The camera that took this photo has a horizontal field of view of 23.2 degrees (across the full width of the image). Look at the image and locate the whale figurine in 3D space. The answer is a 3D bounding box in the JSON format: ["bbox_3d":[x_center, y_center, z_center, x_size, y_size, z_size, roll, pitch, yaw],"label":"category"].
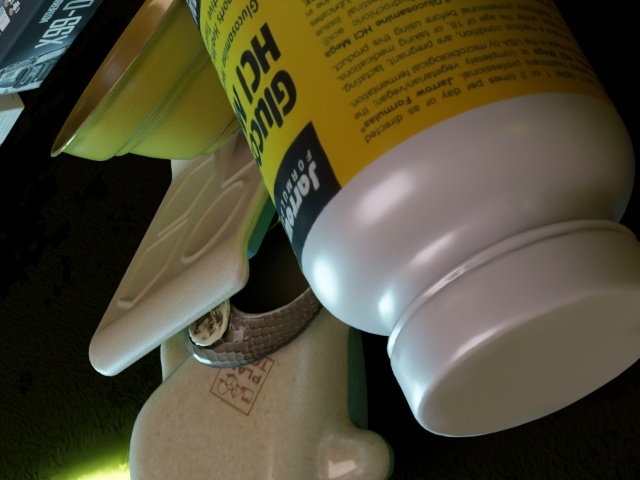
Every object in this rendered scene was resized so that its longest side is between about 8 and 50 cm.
[{"bbox_3d":[-0.020,0.115,1.111,0.216,0.141,0.272,25,96,36],"label":"whale figurine"}]

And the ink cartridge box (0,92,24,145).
[{"bbox_3d":[-0.344,-0.092,1.319,0.063,0.150,0.109,57,134,15],"label":"ink cartridge box"}]

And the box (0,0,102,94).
[{"bbox_3d":[-0.234,-0.292,1.197,0.307,0.076,0.242,-40,74,44],"label":"box"}]

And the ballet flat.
[{"bbox_3d":[0.000,0.000,1.012,0.250,0.058,0.084,-33,54,21],"label":"ballet flat"}]

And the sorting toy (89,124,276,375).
[{"bbox_3d":[-0.074,-0.018,1.083,0.038,0.208,0.193,34,139,-21],"label":"sorting toy"}]

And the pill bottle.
[{"bbox_3d":[0.053,-0.071,0.858,0.188,0.188,0.334,-52,51,41],"label":"pill bottle"}]

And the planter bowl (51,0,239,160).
[{"bbox_3d":[-0.086,-0.123,1.068,0.090,0.217,0.217,35,136,-14],"label":"planter bowl"}]
